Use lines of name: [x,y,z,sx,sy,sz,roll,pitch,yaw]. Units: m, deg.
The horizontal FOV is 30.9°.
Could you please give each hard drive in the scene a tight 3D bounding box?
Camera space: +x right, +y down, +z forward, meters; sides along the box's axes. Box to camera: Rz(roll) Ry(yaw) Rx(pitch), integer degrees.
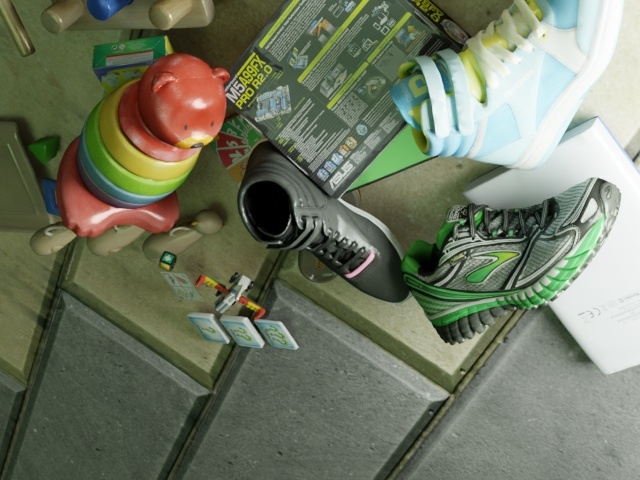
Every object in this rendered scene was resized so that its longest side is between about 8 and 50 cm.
hard drive: [0.355,0.016,1.468,0.210,0.040,0.319,-28,106,43]

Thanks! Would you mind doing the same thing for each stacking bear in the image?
stacking bear: [-0.218,-0.137,1.506,0.289,0.175,0.164,-38,63,50]

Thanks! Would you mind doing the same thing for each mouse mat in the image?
mouse mat: [0.065,-0.151,1.510,0.189,0.007,0.153,-21,109,26]

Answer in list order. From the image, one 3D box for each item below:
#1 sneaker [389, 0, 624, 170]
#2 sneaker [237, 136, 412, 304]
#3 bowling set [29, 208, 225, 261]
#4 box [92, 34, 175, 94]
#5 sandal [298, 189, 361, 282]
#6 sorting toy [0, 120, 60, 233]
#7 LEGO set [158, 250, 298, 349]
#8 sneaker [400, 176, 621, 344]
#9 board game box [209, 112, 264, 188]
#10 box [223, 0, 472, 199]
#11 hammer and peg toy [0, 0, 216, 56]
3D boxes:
sneaker: [0.193,-0.203,1.281,0.208,0.127,0.319,-1,135,-19]
sneaker: [-0.001,0.000,1.517,0.296,0.147,0.104,45,118,-7]
bowling set: [-0.298,-0.081,1.713,0.154,0.287,0.200,-25,74,35]
box: [-0.237,-0.209,1.594,0.105,0.043,0.179,-7,156,7]
sandal: [0.004,-0.012,1.634,0.090,0.060,0.219,10,132,-2]
sorting toy: [-0.532,-0.109,1.922,0.347,0.047,0.196,3,120,30]
LEGO set: [-0.161,0.108,1.805,0.182,0.060,0.244,4,144,29]
sneaker: [0.222,0.011,1.423,0.146,0.134,0.343,48,135,-8]
board game box: [-0.038,-0.144,1.597,0.259,0.039,0.124,-21,111,38]
box: [0.028,-0.215,1.444,0.216,0.060,0.270,42,122,-2]
hammer and peg toy: [-0.318,-0.389,1.518,0.361,0.127,0.266,3,127,30]
